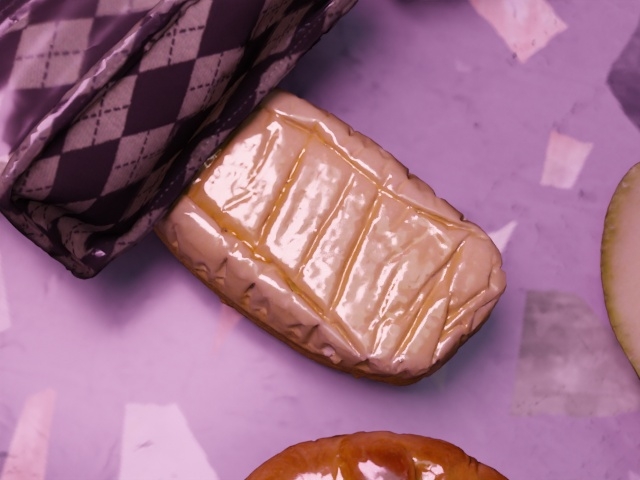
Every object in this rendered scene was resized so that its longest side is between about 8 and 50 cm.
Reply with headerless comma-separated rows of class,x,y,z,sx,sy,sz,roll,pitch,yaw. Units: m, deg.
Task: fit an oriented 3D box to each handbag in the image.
handbag,-0.193,-0.227,0.778,0.416,0.180,0.317,40,84,21

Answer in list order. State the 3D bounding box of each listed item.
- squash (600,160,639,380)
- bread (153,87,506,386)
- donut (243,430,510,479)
squash,0.287,0.049,0.793,0.189,0.189,0.260,-26,85,-9
bread,0.000,0.000,0.825,0.236,0.106,0.140,36,77,4
donut,0.037,0.225,0.776,0.226,0.114,0.226,1,78,-3
